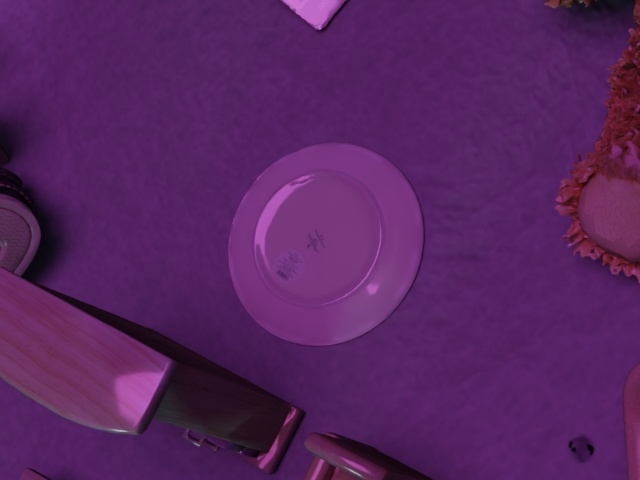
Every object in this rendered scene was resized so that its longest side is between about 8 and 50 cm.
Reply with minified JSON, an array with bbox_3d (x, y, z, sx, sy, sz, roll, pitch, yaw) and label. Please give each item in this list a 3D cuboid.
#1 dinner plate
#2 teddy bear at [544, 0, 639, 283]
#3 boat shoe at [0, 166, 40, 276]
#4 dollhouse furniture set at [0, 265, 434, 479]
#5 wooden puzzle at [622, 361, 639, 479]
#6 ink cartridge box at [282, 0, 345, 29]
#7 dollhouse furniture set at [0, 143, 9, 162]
[{"bbox_3d":[0.000,0.000,1.009,0.141,0.017,0.141,-6,75,22],"label":"dinner plate"},{"bbox_3d":[0.251,-0.131,0.906,0.245,0.113,0.338,-9,80,27],"label":"teddy bear"},{"bbox_3d":[-0.291,0.045,1.091,0.233,0.084,0.079,-47,37,10],"label":"boat shoe"},{"bbox_3d":[-0.128,0.215,0.903,0.286,0.198,0.303,25,87,26],"label":"dollhouse furniture set"},{"bbox_3d":[0.332,0.224,0.786,0.322,0.080,0.348,-7,78,21],"label":"wooden puzzle"},{"bbox_3d":[-0.025,-0.283,1.086,0.224,0.056,0.181,41,93,7],"label":"ink cartridge box"},{"bbox_3d":[-0.397,-0.088,1.130,0.262,0.135,0.259,-31,71,-4],"label":"dollhouse furniture set"}]
